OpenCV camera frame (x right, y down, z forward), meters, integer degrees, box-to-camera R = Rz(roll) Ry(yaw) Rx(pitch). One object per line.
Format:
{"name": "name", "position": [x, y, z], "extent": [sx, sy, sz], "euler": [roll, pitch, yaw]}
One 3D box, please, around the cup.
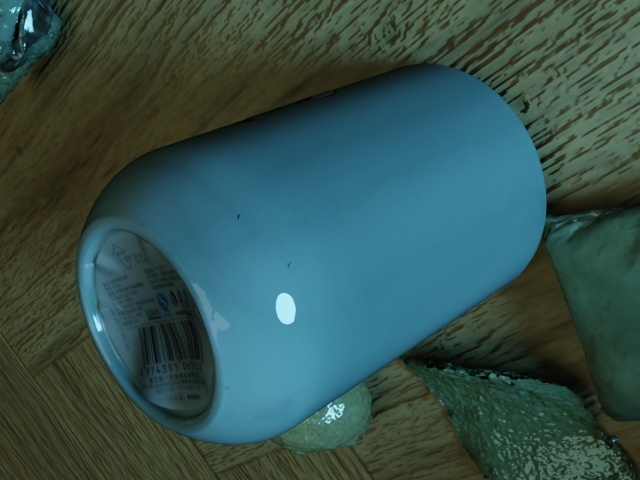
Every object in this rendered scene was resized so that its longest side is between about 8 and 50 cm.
{"name": "cup", "position": [0.000, 0.000, 0.561], "extent": [0.205, 0.312, 0.205], "euler": [20, 122, 37]}

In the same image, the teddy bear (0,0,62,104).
{"name": "teddy bear", "position": [-0.325, -0.236, 0.802], "extent": [0.213, 0.111, 0.133], "euler": [108, 152, -54]}

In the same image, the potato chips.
{"name": "potato chips", "position": [0.177, 0.179, 0.717], "extent": [0.228, 0.059, 0.167], "euler": [50, 137, -5]}

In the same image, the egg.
{"name": "egg", "position": [-0.014, 0.161, 0.806], "extent": [0.140, 0.118, 0.116], "euler": [19, 167, 15]}

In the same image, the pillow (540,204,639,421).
{"name": "pillow", "position": [0.314, 0.038, 0.534], "extent": [0.302, 0.075, 0.185], "euler": [-13, 101, 40]}
